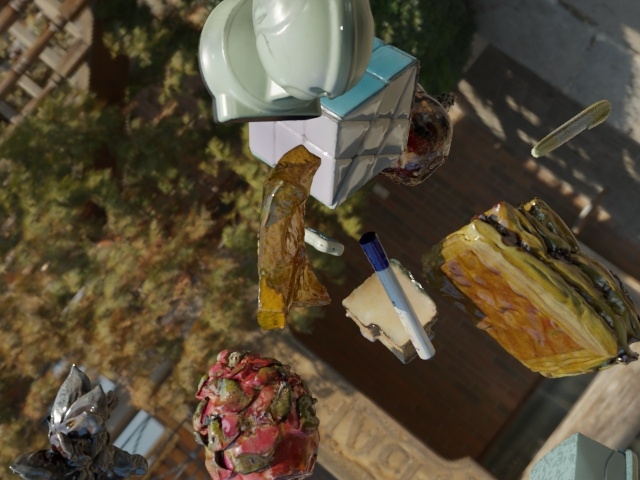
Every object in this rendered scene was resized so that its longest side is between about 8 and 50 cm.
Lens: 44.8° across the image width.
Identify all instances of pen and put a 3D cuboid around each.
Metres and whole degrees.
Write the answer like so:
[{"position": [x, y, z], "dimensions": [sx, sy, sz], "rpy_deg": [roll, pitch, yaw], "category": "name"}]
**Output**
[{"position": [0.133, 0.099, 1.320], "dimensions": [0.033, 0.033, 0.269], "rpy_deg": [31, 153, 60], "category": "pen"}, {"position": [0.483, -0.211, 1.479], "dimensions": [0.040, 0.233, 0.032], "rpy_deg": [47, 151, 17], "category": "pen"}]

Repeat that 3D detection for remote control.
[{"position": [0.000, 0.000, 1.774], "dimensions": [0.074, 0.032, 0.122], "rpy_deg": [16, -171, -36], "category": "remote control"}]

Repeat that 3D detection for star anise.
[{"position": [-0.367, 0.327, 1.179], "dimensions": [0.129, 0.283, 0.212], "rpy_deg": [3, 121, 21], "category": "star anise"}]

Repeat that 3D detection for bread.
[{"position": [0.340, 0.067, 1.230], "dimensions": [0.324, 0.167, 0.277], "rpy_deg": [39, 162, -1], "category": "bread"}]

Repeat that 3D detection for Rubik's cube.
[{"position": [0.017, -0.240, 1.412], "dimensions": [0.224, 0.231, 0.221], "rpy_deg": [35, 146, 24], "category": "Rubik's cube"}]

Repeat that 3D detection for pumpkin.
[{"position": [-0.046, 0.016, 1.182], "dimensions": [0.095, 0.290, 0.258], "rpy_deg": [2, -160, 9], "category": "pumpkin"}]

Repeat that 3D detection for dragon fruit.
[{"position": [-0.131, 0.356, 1.565], "dimensions": [0.269, 0.250, 0.291], "rpy_deg": [89, 160, -66], "category": "dragon fruit"}]

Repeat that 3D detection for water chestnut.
[{"position": [0.188, -0.263, 1.823], "dimensions": [0.289, 0.244, 0.289], "rpy_deg": [18, 179, 0], "category": "water chestnut"}]

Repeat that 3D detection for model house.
[{"position": [0.170, 0.176, 1.778], "dimensions": [0.183, 0.166, 0.172], "rpy_deg": [44, 167, 23], "category": "model house"}]

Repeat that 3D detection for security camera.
[{"position": [-0.037, -0.269, 1.043], "dimensions": [0.197, 0.191, 0.277], "rpy_deg": [-6, -178, -27], "category": "security camera"}]

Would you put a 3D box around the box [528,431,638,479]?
[{"position": [0.411, 0.426, 1.221], "dimensions": [0.130, 0.162, 0.227], "rpy_deg": [31, -140, -2], "category": "box"}]
